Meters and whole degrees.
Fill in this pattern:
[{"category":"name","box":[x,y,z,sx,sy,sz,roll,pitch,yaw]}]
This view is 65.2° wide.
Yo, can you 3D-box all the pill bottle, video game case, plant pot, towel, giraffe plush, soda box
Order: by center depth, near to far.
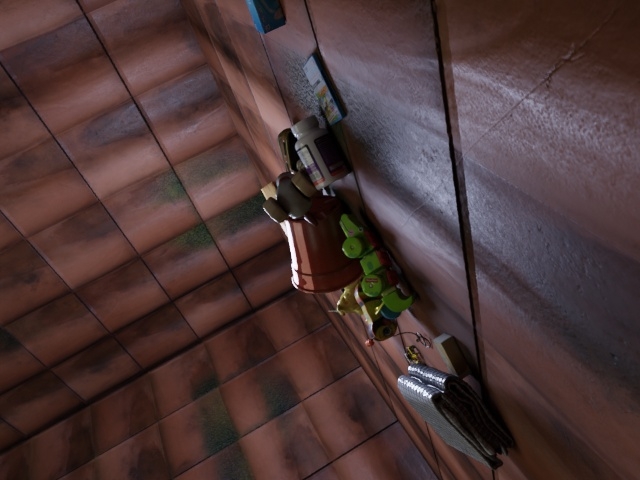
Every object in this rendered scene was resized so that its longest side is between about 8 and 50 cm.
[{"category":"soda box","box":[-0.159,-0.637,1.252,0.071,0.067,0.210,50,165,50]},{"category":"video game case","box":[0.008,-0.380,1.270,0.166,0.015,0.119,63,170,-10]},{"category":"towel","box":[0.369,0.468,1.374,0.284,0.121,0.235,47,165,-8]},{"category":"pill bottle","box":[-0.006,-0.253,1.433,0.194,0.108,0.108,63,171,-6]},{"category":"plant pot","box":[0.000,0.000,1.755,0.272,0.272,0.265,-134,26,-59]},{"category":"giraffe plush","box":[0.133,0.183,1.869,0.181,0.210,0.171,-159,70,-81]}]

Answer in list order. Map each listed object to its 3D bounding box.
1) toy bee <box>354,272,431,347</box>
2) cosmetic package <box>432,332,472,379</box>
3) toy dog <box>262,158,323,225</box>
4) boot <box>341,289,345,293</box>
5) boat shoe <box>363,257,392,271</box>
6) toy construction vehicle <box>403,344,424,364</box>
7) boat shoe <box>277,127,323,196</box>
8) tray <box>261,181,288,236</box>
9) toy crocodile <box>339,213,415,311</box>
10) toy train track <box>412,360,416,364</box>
[{"category":"toy bee","box":[0.188,0.248,1.573,0.298,0.162,0.195,46,161,30]},{"category":"cosmetic package","box":[0.354,0.312,1.348,0.115,0.041,0.060,61,170,-1]},{"category":"toy dog","box":[-0.068,-0.135,1.588,0.161,0.220,0.334,48,-152,-16]},{"category":"boot","box":[0.076,0.115,2.102,0.247,0.094,0.207,68,167,-4]},{"category":"boat shoe","box":[0.173,0.066,1.573,0.125,0.038,0.046,47,150,25]},{"category":"toy construction vehicle","box":[0.340,0.421,1.795,0.098,0.035,0.086,57,159,12]},{"category":"boat shoe","box":[-0.071,-0.249,1.785,0.307,0.110,0.104,64,172,-14]},{"category":"tray","box":[-0.101,-0.076,2.276,0.411,0.076,0.203,61,-157,4]},{"category":"toy crocodile","box":[0.161,0.061,1.489,0.115,0.105,0.341,5,-126,-57]},{"category":"toy train track","box":[0.358,0.475,1.898,0.048,0.014,0.083,57,170,25]}]
